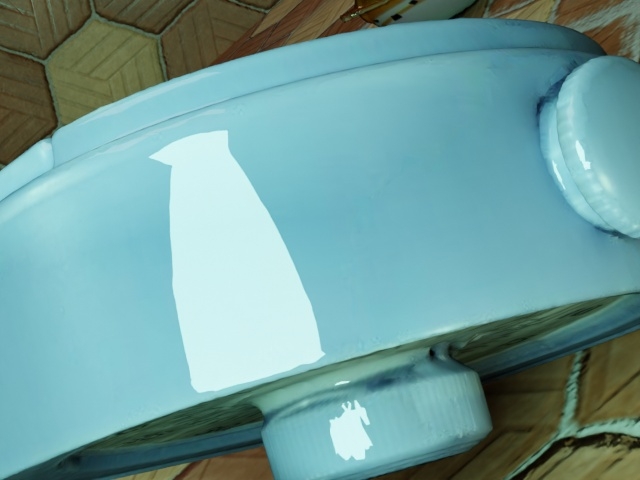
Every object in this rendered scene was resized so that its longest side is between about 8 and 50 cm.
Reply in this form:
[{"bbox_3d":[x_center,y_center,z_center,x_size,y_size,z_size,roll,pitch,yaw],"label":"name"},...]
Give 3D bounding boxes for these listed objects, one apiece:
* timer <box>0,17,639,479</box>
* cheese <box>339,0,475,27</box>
[{"bbox_3d":[0.017,0.030,0.664,0.395,0.173,0.395,-14,-12,-3],"label":"timer"},{"bbox_3d":[0.168,-0.357,1.658,0.329,0.129,0.217,-30,12,0],"label":"cheese"}]
